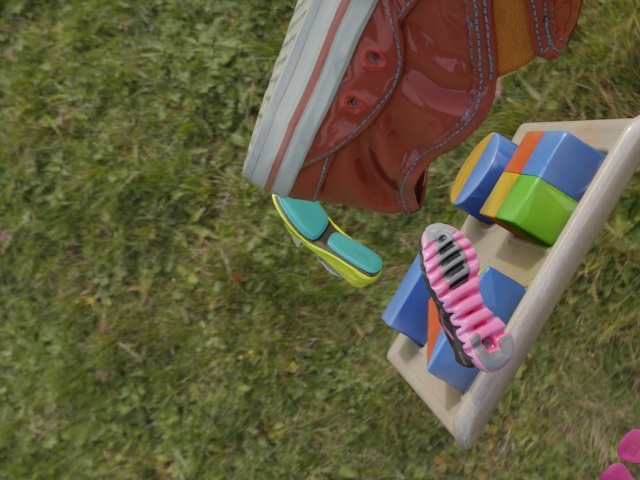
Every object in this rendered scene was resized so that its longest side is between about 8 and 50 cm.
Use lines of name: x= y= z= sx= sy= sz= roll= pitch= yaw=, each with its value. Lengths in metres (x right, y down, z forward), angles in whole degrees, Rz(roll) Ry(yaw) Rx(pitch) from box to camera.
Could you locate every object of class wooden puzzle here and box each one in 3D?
wooden puzzle: x=0.164 y=0.010 z=0.853 sx=0.081 sy=0.348 sz=0.322 roll=29 pitch=92 yaw=-6

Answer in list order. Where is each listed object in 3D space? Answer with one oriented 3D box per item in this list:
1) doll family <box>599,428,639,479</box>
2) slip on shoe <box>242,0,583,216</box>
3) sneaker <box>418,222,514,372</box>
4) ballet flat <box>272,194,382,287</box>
doll family: x=0.327 y=0.138 z=0.584 sx=0.163 sy=0.118 sz=0.263 roll=39 pitch=74 yaw=-11
slip on shoe: x=0.059 y=-0.117 z=0.313 sx=0.101 sy=0.123 sz=0.331 roll=19 pitch=143 yaw=-9
sneaker: x=0.101 y=0.046 z=0.646 sx=0.047 sy=0.057 sz=0.119 roll=-20 pitch=86 yaw=-19
ballet flat: x=0.000 y=0.000 z=1.426 sx=0.231 sy=0.077 sz=0.077 roll=39 pitch=142 yaw=0
